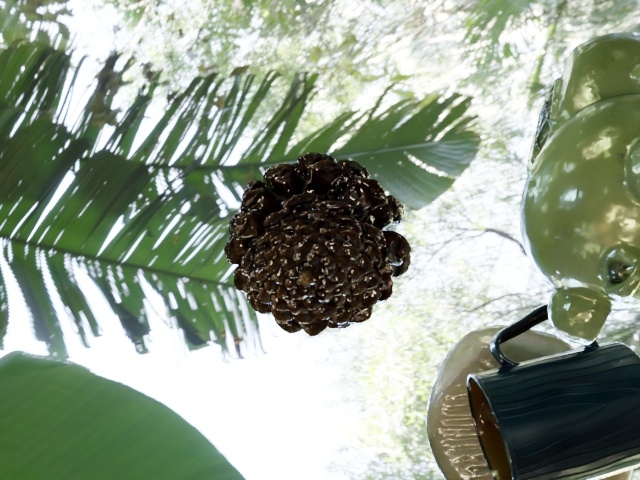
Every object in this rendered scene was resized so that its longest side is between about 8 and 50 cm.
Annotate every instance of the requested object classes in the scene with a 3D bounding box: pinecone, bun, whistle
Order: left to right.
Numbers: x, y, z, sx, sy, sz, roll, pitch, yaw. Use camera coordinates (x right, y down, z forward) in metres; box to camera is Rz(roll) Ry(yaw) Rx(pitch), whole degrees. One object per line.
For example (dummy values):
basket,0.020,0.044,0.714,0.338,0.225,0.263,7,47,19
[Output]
pinecone,-0.001,-0.001,0.543,0.140,0.140,0.120,26,-149,-22
bun,0.223,0.203,0.803,0.210,0.116,0.237,-29,-93,10
whistle,0.183,-0.056,0.438,0.106,0.131,0.288,21,-141,8

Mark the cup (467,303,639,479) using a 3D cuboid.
cup,0.210,0.140,0.631,0.138,0.113,0.150,-15,-76,-3
